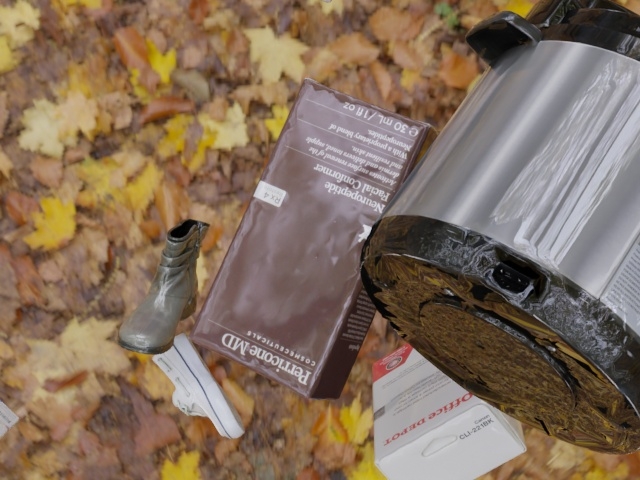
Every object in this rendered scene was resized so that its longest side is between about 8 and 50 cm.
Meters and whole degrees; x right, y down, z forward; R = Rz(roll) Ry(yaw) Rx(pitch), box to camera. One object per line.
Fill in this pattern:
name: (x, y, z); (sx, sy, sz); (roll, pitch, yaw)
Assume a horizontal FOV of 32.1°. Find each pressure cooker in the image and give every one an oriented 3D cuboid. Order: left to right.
pressure cooker: (0.294, -0.032, 1.179); (0.375, 0.370, 0.420); (26, 70, 31)

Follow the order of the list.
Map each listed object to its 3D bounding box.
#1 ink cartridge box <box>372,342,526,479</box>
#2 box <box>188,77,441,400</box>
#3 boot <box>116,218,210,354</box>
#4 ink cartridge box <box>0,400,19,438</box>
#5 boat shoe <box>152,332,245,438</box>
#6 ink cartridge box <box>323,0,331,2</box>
ink cartridge box: (0.188, 0.250, 1.690); (0.197, 0.273, 0.114); (-33, 109, 16)
box: (0.000, 0.000, 1.466); (0.191, 0.143, 0.381); (23, 90, 19)
boot: (-0.236, 0.060, 1.684); (0.083, 0.246, 0.161); (14, 112, 6)
ink cartridge box: (-0.570, 0.304, 1.862); (0.052, 0.122, 0.088); (-44, 94, 8)
boat shoe: (-0.193, 0.241, 1.740); (0.076, 0.083, 0.226); (-35, 43, -5)
ink cartridge box: (-0.029, -0.318, 0.720); (0.186, 0.065, 0.311); (20, 69, -3)
